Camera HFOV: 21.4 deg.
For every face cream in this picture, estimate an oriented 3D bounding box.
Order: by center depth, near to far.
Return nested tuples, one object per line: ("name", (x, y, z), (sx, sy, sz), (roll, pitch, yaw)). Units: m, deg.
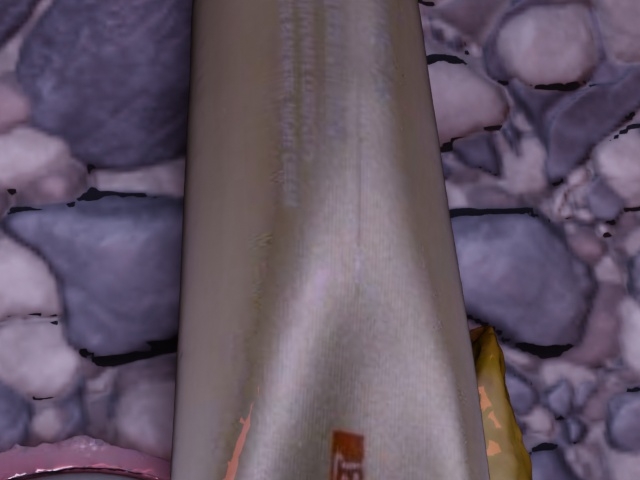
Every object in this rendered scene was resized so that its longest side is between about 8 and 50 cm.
("face cream", (0.000, 0.000, 0.611), (0.137, 0.084, 0.341), (11, 60, -27))

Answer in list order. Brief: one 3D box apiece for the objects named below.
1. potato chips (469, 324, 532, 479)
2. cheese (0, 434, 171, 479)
("potato chips", (0.007, 0.212, 0.582), (0.080, 0.057, 0.407), (27, 68, 0))
("cheese", (-0.124, 0.144, 0.562), (0.286, 0.074, 0.189), (12, 56, 4))
